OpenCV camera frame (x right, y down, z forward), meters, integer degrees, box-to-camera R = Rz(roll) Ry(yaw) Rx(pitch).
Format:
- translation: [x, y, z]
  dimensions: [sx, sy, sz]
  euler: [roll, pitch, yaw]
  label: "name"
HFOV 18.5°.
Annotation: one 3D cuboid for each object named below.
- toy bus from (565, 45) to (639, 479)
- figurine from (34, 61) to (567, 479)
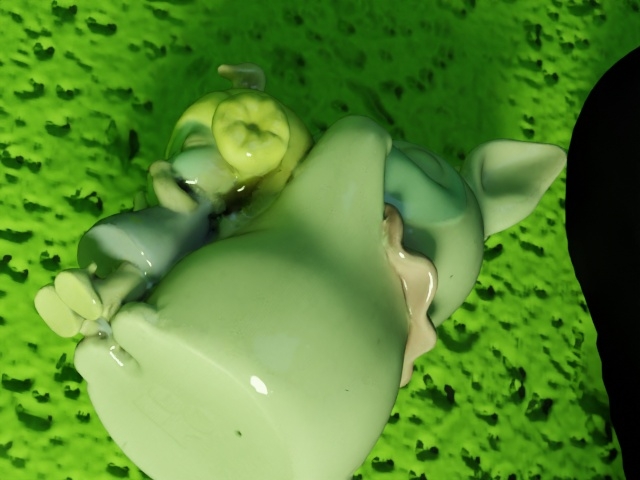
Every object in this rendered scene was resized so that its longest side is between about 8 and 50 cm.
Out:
- translation: [0.245, 0.082, 0.912]
  dimensions: [0.162, 0.171, 0.386]
  euler: [3, 64, -33]
  label: "toy bus"
- translation: [0.000, 0.000, 0.845]
  dimensions: [0.155, 0.127, 0.235]
  euler: [36, 50, 3]
  label: "figurine"
